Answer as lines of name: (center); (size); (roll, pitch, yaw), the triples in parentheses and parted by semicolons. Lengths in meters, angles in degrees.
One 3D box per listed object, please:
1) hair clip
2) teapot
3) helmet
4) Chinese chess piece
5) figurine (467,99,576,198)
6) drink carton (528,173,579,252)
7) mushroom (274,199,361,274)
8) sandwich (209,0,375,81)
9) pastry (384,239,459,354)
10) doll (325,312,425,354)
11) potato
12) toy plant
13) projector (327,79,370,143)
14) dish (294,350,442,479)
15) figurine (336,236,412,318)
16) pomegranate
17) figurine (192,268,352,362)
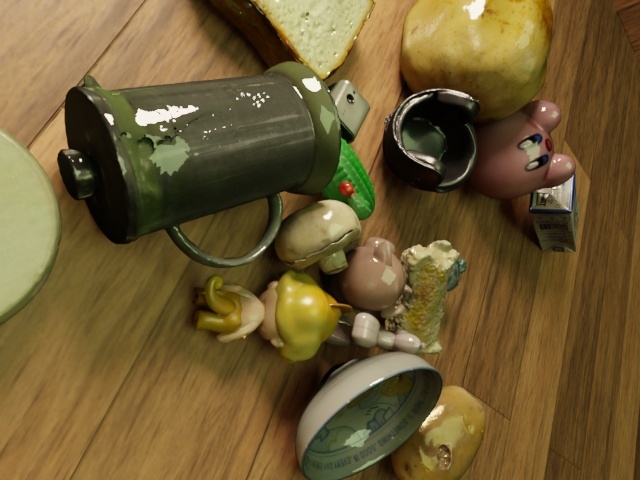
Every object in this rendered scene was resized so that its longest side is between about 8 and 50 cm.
hair clip: (0.153, 0.077, 0.928); (0.358, 0.110, 0.096); (-2, 46, -36)
teapot: (-0.150, -0.094, 0.609); (0.337, 0.200, 0.271); (-22, 102, -37)
helmet: (0.226, -0.200, 0.934); (0.216, 0.193, 0.189); (32, 82, -25)
Chinese chess piece: (-0.398, -0.015, 0.448); (0.250, 0.101, 0.250); (5, 82, -40)
figurine: (0.450, -0.208, 1.132); (0.211, 0.261, 0.270); (-24, 103, -11)
drink carton: (0.676, -0.076, 1.308); (0.315, 0.106, 0.131); (36, 64, -53)
mushroom: (0.000, 0.000, 0.747); (0.154, 0.154, 0.123); (-26, 90, -39)
sandwich: (-0.054, -0.437, 0.789); (0.301, 0.099, 0.271); (43, 65, -32)
pastry: (0.187, 0.111, 0.871); (0.121, 0.089, 0.259); (-8, 115, -22)
doll: (0.098, 0.173, 0.808); (0.160, 0.161, 0.059); (26, 67, -32)
potato: (0.237, 0.401, 0.917); (0.234, 0.146, 0.150); (-35, 63, -24)
toy plant: (0.020, -0.136, 0.800); (0.240, 0.088, 0.154); (55, 10, -11)
projector: (0.032, -0.233, 0.846); (0.083, 0.083, 0.082); (41, 61, -30)
dish: (0.061, 0.270, 0.783); (0.273, 0.134, 0.273); (-19, 134, -21)
figurine: (0.090, 0.063, 0.794); (0.125, 0.125, 0.138); (-23, 103, -39)
pomegranate: (0.335, -0.411, 0.999); (0.332, 0.332, 0.333); (5, 82, -40)
figurine: (-0.070, 0.111, 0.709); (0.246, 0.131, 0.156); (5, 67, -29)
